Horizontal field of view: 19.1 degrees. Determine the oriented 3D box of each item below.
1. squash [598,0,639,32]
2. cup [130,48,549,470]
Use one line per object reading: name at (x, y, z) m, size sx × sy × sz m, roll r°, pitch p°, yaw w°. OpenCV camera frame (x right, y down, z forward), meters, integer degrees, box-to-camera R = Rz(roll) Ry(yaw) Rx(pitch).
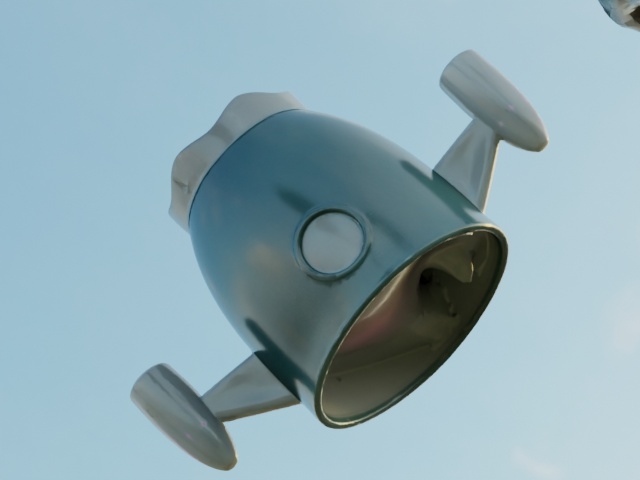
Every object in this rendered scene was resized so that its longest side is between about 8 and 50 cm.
squash at (0.103, -0.133, 0.402) m, size 0.287 × 0.137 × 0.137 m, roll -40°, pitch -15°, yaw -37°
cup at (0.000, 0.000, 1.152) m, size 0.300 × 0.173 × 0.167 m, roll -46°, pitch -25°, yaw -3°
